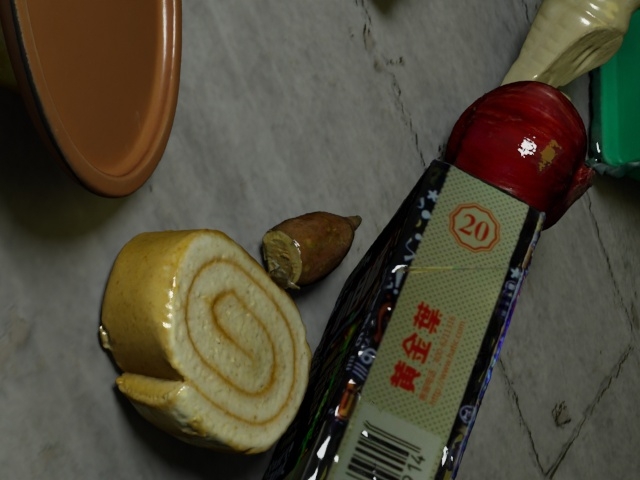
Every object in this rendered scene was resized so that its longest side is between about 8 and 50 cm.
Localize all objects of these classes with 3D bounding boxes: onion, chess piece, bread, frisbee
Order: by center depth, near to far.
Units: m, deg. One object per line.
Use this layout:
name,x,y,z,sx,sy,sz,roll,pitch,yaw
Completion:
frisbee,-0.122,-0.148,0.704,0.251,0.021,0.250,-2,90,-79
bread,-0.067,0.066,0.789,0.149,0.073,0.122,45,55,-39
onion,0.163,-0.067,1.043,0.131,0.131,0.131,6,82,-50
chess piece,0.221,-0.180,1.117,0.090,0.090,0.200,19,107,-48

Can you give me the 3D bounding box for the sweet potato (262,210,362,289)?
sweet potato,0.000,0.000,0.904,0.117,0.049,0.049,-29,109,-55

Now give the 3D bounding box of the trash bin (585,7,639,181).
trash bin,0.458,-0.133,1.312,0.381,0.295,0.259,14,71,-36

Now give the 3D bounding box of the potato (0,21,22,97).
potato,-0.168,-0.122,0.687,0.096,0.066,0.103,30,56,-72

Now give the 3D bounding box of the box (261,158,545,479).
box,0.028,0.125,0.798,0.084,0.198,0.310,26,60,-3
